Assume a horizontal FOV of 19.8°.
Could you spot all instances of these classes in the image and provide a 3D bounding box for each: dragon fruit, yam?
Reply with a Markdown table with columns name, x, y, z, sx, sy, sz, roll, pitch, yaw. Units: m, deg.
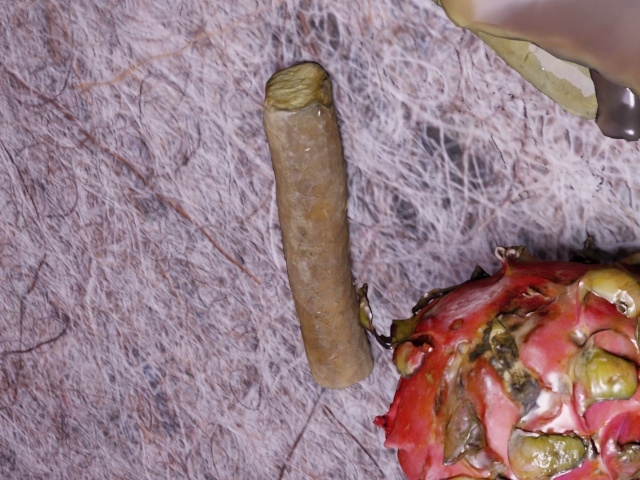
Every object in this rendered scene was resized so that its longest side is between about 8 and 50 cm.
| name | x | y | z | sx | sy | sz | roll | pitch | yaw |
| --- | --- | --- | --- | --- | --- | --- | --- | --- | --- |
| dragon fruit | 0.205 | 0.119 | 1.510 | 0.291 | 0.250 | 0.269 | -36 | 67 | 39 |
| yam | 0.000 | 0.000 | 1.763 | 0.081 | 0.081 | 0.356 | 19 | 134 | 37 |
| yam | 0.092 | -0.228 | 1.464 | 0.371 | 0.083 | 0.083 | 40 | 142 | 15 |

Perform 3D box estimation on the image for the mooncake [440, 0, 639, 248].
| name | x | y | z | sx | sy | sz | roll | pitch | yaw |
| --- | --- | --- | --- | --- | --- | --- | --- | --- | --- |
| mooncake | 0.267 | -0.098 | 1.192 | 0.393 | 0.246 | 0.394 | 17 | 132 | 8 |
